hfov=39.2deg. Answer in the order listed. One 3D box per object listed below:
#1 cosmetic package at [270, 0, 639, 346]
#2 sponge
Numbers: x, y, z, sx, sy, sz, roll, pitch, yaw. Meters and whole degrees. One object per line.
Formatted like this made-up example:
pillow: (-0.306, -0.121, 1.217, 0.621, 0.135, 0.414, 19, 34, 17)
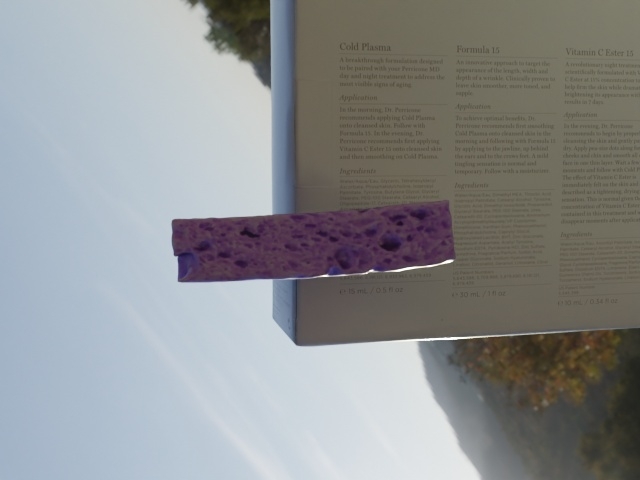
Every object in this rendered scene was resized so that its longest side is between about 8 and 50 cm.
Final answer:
cosmetic package: (0.154, -0.080, 0.658, 0.097, 0.377, 0.284, -147, 57, -74)
sponge: (0.000, 0.000, 0.469, 0.210, 0.117, 0.031, 0, -95, -88)
